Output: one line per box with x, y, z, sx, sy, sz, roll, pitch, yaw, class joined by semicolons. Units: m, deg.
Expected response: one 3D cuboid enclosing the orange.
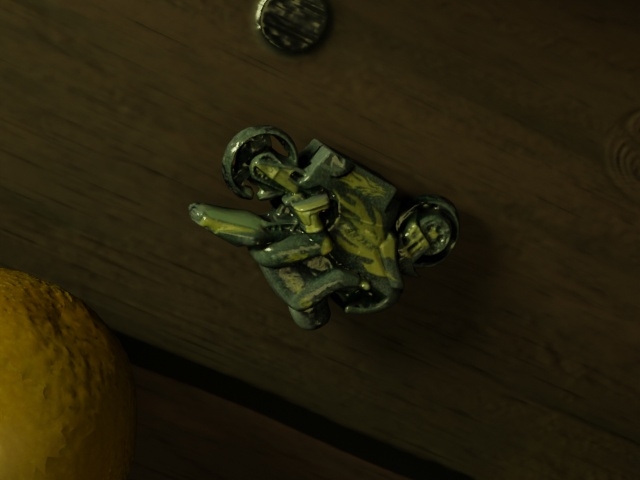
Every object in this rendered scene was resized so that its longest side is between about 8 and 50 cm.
-0.229;0.128;1.262;0.236;0.236;0.236;-4;114;-10;orange

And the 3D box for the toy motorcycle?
0.000;0.000;1.342;0.193;0.061;0.124;22;100;-28;toy motorcycle
